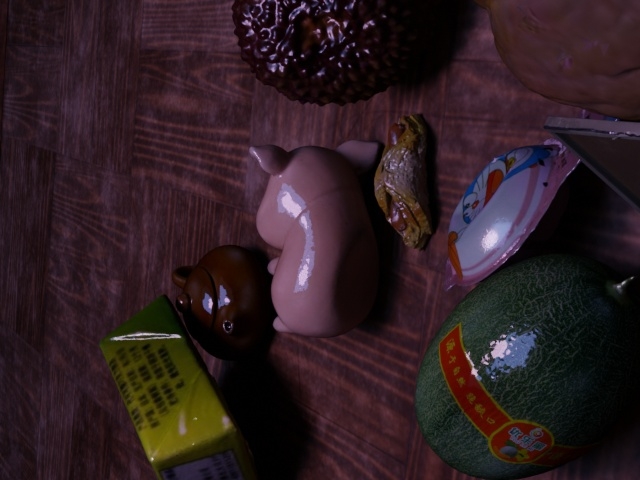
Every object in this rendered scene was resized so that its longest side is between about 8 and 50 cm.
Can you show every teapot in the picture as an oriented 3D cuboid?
[{"bbox_3d":[-0.168,0.087,1.664,0.252,0.135,0.178,32,112,54],"label":"teapot"}]

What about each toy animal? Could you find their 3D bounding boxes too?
[{"bbox_3d":[-0.004,0.000,1.369,0.154,0.166,0.250,-11,87,49],"label":"toy animal"}]

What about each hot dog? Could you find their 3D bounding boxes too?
[{"bbox_3d":[0.095,-0.070,1.297,0.078,0.061,0.169,-14,77,59],"label":"hot dog"}]

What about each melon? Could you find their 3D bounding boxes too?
[{"bbox_3d":[0.199,0.117,1.008,0.288,0.182,0.182,-57,44,41],"label":"melon"}]

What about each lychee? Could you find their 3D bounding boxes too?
[{"bbox_3d":[0.018,-0.290,1.287,0.271,0.271,0.272,-2,87,59],"label":"lychee"}]

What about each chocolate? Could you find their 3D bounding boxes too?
[{"bbox_3d":[-0.201,0.285,1.601,0.289,0.137,0.301,54,163,43],"label":"chocolate"}]

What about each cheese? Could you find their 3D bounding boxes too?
[{"bbox_3d":[0.211,-0.054,1.064,0.286,0.074,0.189,-50,13,33],"label":"cheese"}]

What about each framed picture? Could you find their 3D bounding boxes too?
[{"bbox_3d":[0.313,-0.038,0.837,0.250,0.184,0.016,15,74,59],"label":"framed picture"}]

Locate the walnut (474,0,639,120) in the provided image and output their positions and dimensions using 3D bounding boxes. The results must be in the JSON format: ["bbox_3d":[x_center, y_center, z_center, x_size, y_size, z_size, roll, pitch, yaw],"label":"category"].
[{"bbox_3d":[0.272,-0.252,0.799,0.344,0.306,0.306,-16,76,54],"label":"walnut"}]
